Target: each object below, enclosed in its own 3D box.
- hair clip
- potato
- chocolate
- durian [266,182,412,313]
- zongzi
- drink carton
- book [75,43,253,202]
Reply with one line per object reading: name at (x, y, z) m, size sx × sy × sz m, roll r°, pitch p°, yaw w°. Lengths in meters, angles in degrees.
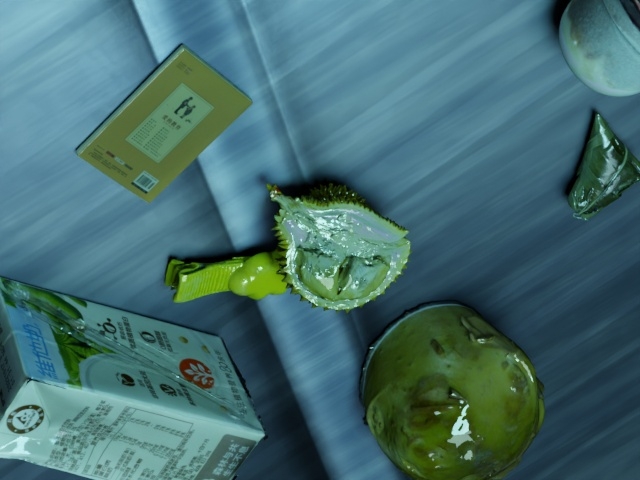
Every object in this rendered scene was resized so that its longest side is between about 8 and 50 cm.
hair clip at (-0.098, 0.040, 1.889) m, size 0.173 × 0.046 × 0.072 m, roll -2°, pitch 131°, yaw -25°
potato at (0.195, 0.246, 2.093) m, size 0.246 × 0.196 × 0.299 m, roll -37°, pitch 134°, yaw 8°
chocolate at (0.345, -0.243, 1.793) m, size 0.147 × 0.221 × 0.221 m, roll -33°, pitch 136°, yaw 30°
durian at (0.000, 0.000, 1.865) m, size 0.208 × 0.102 × 0.146 m, roll 39°, pitch 85°, yaw -29°
zongzi at (0.340, -0.092, 1.984) m, size 0.109 × 0.055 × 0.119 m, roll -39°, pitch 121°, yaw 11°
drink carton at (-0.247, 0.180, 1.832) m, size 0.324 × 0.194 × 0.132 m, roll 19°, pitch 115°, yaw -35°
book at (-0.173, -0.127, 1.741) m, size 0.172 × 0.012 × 0.118 m, roll -43°, pitch 131°, yaw 12°
